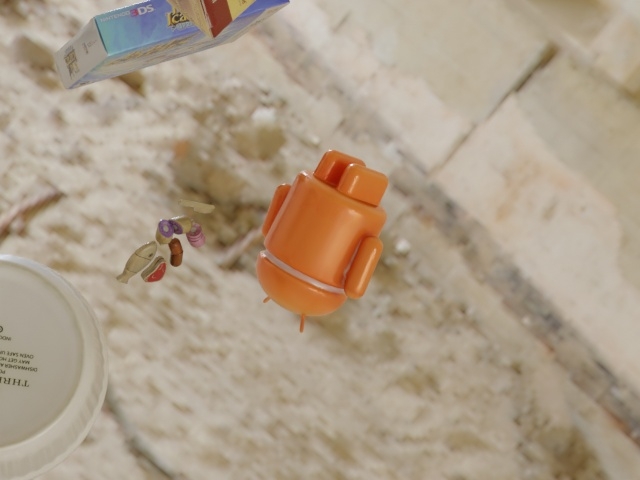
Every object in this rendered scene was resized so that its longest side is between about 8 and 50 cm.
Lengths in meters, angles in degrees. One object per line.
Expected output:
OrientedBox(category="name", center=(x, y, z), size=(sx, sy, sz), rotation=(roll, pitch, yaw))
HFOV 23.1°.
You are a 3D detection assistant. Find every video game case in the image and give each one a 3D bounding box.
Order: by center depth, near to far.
OrientedBox(category="video game case", center=(-0.207, -0.287, 2.137), size=(0.244, 0.269, 0.061), rotation=(-17, -87, 68))

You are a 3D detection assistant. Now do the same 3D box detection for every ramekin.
OrientedBox(category="ramekin", center=(-0.369, 0.136, 1.745), size=(0.273, 0.273, 0.127), rotation=(39, -18, 1))

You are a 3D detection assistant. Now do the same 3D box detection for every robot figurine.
OrientedBox(category="robot figurine", center=(-0.001, -0.001, 1.942), size=(0.158, 0.219, 0.128), rotation=(27, 9, 2))

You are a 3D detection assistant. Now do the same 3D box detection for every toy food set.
OrientedBox(category="toy food set", center=(-0.166, 0.009, 1.741), size=(0.078, 0.122, 0.019), rotation=(10, 35, -51))

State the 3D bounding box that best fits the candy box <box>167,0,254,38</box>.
OrientedBox(category="candy box", center=(-0.198, -0.358, 1.540), size=(0.316, 0.087, 0.183), rotation=(41, -14, 19))
